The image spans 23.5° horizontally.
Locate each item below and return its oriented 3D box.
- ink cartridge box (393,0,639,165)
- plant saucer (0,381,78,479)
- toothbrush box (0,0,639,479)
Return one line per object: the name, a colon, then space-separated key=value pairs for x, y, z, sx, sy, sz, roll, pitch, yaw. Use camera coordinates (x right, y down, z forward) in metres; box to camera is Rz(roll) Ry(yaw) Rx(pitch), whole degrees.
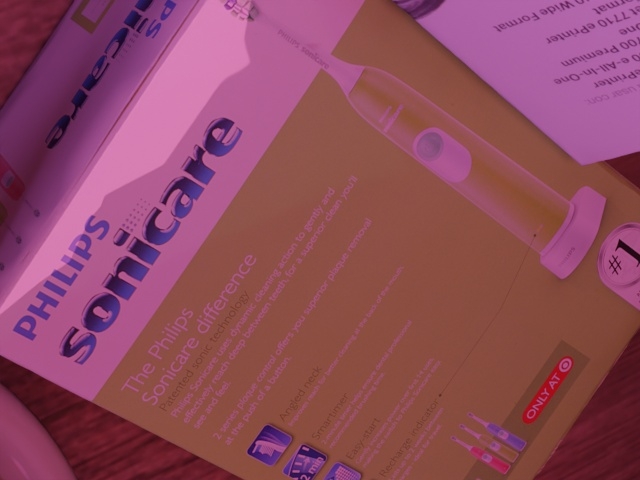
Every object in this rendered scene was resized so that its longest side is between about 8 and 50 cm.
ink cartridge box: x=0.078 y=-0.207 z=0.594 sx=0.307 sy=0.129 sz=0.223 roll=36 pitch=56 yaw=-32
plant saucer: x=-0.261 y=0.210 z=0.587 sx=0.400 sy=0.100 sz=0.400 roll=-17 pitch=114 yaw=-44
toothbrush box: x=0.000 y=0.000 z=0.698 sx=0.283 sy=0.122 sz=0.206 roll=32 pitch=93 yaw=-33
